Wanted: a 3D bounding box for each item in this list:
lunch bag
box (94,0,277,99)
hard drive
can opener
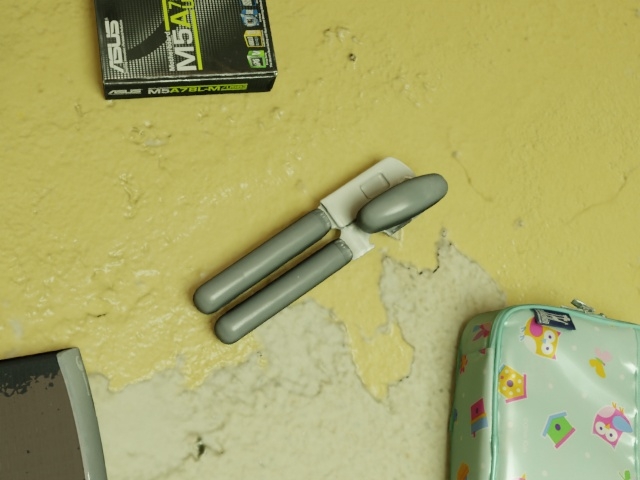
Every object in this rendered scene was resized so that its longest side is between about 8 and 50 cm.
[{"bbox_3d":[0.249,0.200,0.749,0.224,0.108,0.279,11,72,-10],"label":"lunch bag"},{"bbox_3d":[-0.152,-0.250,0.816,0.184,0.045,0.190,-5,75,-17],"label":"box"},{"bbox_3d":[-0.272,0.227,0.645,0.172,0.054,0.254,-8,77,-17],"label":"hard drive"},{"bbox_3d":[0.000,0.000,0.762,0.280,0.093,0.074,-34,85,-15],"label":"can opener"}]
